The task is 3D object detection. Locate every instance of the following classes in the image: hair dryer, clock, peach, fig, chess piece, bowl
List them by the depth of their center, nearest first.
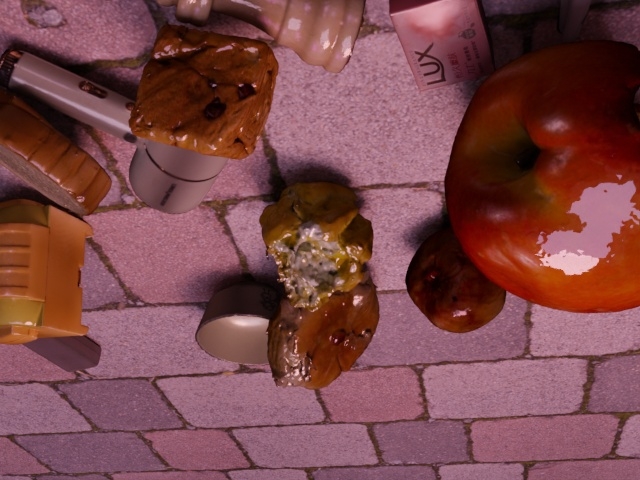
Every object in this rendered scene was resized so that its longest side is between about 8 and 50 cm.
[{"bbox_3d":[-0.148,-0.306,0.956,0.397,0.117,0.117,13,144,-13],"label":"chess piece"},{"bbox_3d":[0.327,-0.073,1.052,0.310,0.335,0.406,-17,160,28],"label":"peach"},{"bbox_3d":[-0.300,-0.185,1.147,0.362,0.128,0.203,24,141,-15],"label":"hair dryer"},{"bbox_3d":[-0.580,0.072,1.418,0.317,0.244,0.200,-11,159,24],"label":"clock"},{"bbox_3d":[0.264,0.085,1.449,0.190,0.191,0.290,-11,159,18],"label":"fig"},{"bbox_3d":[-0.139,0.156,1.611,0.211,0.112,0.211,2,146,2],"label":"bowl"}]

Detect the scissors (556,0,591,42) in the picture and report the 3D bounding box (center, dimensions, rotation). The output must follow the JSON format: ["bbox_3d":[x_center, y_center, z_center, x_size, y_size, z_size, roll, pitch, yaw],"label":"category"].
[{"bbox_3d":[0.314,-0.324,0.969,0.101,0.027,0.204,1,143,4],"label":"scissors"}]

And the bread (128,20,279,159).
[{"bbox_3d":[-0.138,-0.180,0.990,0.143,0.149,0.158,17,-173,4],"label":"bread"}]

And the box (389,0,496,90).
[{"bbox_3d":[0.157,-0.269,1.032,0.111,0.060,0.156,-11,142,20],"label":"box"}]

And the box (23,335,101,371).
[{"bbox_3d":[-0.595,0.214,1.773,0.103,0.055,0.244,-13,142,22],"label":"box"}]

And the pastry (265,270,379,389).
[{"bbox_3d":[0.014,0.165,1.507,0.235,0.121,0.257,-16,123,-40],"label":"pastry"}]

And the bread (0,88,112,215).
[{"bbox_3d":[-0.411,-0.126,1.173,0.236,0.070,0.236,31,165,9],"label":"bread"}]

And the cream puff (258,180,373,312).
[{"bbox_3d":[-0.001,-0.003,1.341,0.194,0.195,0.221,-6,132,12],"label":"cream puff"}]
